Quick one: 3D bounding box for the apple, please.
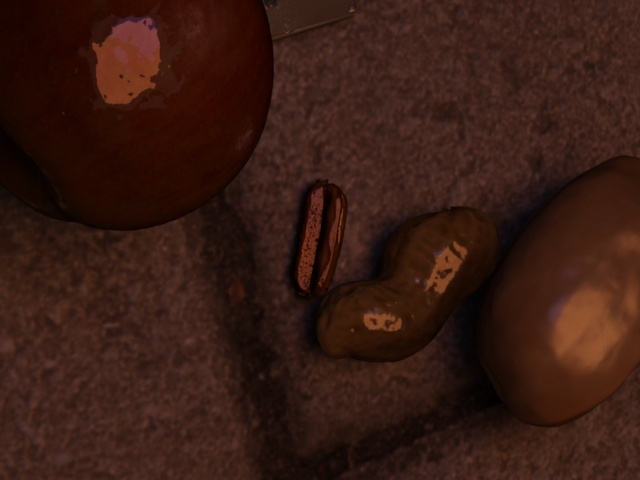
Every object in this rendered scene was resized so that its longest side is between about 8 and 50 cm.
[{"bbox_3d":[-0.189,-0.147,1.593,0.301,0.301,0.301,0,89,-30],"label":"apple"}]

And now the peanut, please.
[{"bbox_3d":[0.090,0.048,1.872,0.103,0.098,0.229,37,65,20],"label":"peanut"}]

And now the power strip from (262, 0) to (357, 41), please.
[{"bbox_3d":[-0.048,-0.235,1.830,0.192,0.035,0.081,-21,100,-28],"label":"power strip"}]

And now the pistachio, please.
[{"bbox_3d":[0.269,0.056,1.920,0.187,0.187,0.299,40,73,-23],"label":"pistachio"}]

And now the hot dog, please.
[{"bbox_3d":[0.000,0.000,1.851,0.037,0.049,0.122,16,85,-66],"label":"hot dog"}]
